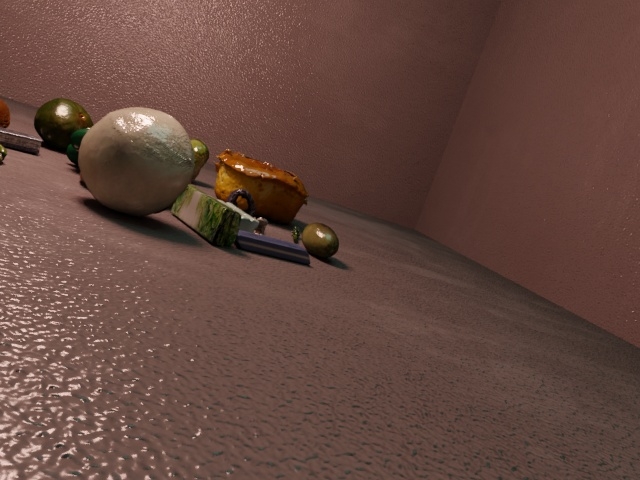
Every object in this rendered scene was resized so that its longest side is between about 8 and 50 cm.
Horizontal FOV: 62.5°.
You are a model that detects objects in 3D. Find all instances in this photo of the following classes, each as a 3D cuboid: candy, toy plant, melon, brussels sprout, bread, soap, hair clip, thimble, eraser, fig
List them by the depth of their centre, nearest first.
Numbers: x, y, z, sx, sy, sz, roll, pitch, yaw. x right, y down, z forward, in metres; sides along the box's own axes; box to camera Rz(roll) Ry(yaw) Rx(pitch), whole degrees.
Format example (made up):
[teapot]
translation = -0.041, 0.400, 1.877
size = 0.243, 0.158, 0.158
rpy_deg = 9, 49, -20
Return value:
[candy]
translation = -0.442, -0.196, 1.259
size = 0.296, 0.295, 0.185
rpy_deg = 21, -5, 11
[eraser]
translation = -0.132, 0.016, 1.396
size = 0.225, 0.036, 0.082
rpy_deg = 15, 8, -26
[soap]
translation = -0.271, -0.064, 1.490
size = 0.119, 0.066, 0.198
rpy_deg = 15, 10, -36
[hair clip]
translation = -0.188, -0.034, 1.568
size = 0.034, 0.072, 0.226
rpy_deg = 18, 0, -12
[melon]
translation = 0.000, 0.000, 1.587
size = 0.099, 0.099, 0.162
rpy_deg = 15, 11, -27
[toy plant]
translation = -0.675, -0.272, 1.657
size = 0.233, 0.112, 0.243
rpy_deg = 22, -22, -39
[thimble]
translation = -0.254, -0.112, 1.699
size = 0.095, 0.104, 0.066
rpy_deg = 20, 0, -18
[fig]
translation = -0.935, -0.401, 1.900
size = 0.245, 0.195, 0.195
rpy_deg = -19, -18, 37
[bread]
translation = -0.232, -0.197, 1.979
size = 0.359, 0.204, 0.337
rpy_deg = 19, 5, -30
[brussels sprout]
translation = -0.552, -0.345, 2.230
size = 0.145, 0.183, 0.131
rpy_deg = 46, 15, 22

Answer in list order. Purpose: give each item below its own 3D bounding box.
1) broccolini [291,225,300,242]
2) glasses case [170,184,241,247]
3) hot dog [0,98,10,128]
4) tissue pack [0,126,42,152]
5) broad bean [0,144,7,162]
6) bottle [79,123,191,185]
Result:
[broccolini]
translation = -0.080, -0.019, 1.736
size = 0.030, 0.035, 0.140
rpy_deg = 15, 10, -5
[glasses case]
translation = -0.300, -0.070, 1.374
size = 0.062, 0.095, 0.272
rpy_deg = 18, 8, -42
[hot dog]
translation = -1.152, -0.442, 1.765
size = 0.196, 0.122, 0.272
rpy_deg = 18, 4, -22
[tissue pack]
translation = -0.951, -0.314, 1.620
size = 0.156, 0.051, 0.112
rpy_deg = 12, 10, -37
[broad bean]
translation = -0.921, -0.267, 1.383
size = 0.318, 0.055, 0.098
rpy_deg = 27, 11, 30
[bottle]
translation = -0.527, -0.208, 1.535
size = 0.297, 0.173, 0.206
rpy_deg = 14, -23, -26
